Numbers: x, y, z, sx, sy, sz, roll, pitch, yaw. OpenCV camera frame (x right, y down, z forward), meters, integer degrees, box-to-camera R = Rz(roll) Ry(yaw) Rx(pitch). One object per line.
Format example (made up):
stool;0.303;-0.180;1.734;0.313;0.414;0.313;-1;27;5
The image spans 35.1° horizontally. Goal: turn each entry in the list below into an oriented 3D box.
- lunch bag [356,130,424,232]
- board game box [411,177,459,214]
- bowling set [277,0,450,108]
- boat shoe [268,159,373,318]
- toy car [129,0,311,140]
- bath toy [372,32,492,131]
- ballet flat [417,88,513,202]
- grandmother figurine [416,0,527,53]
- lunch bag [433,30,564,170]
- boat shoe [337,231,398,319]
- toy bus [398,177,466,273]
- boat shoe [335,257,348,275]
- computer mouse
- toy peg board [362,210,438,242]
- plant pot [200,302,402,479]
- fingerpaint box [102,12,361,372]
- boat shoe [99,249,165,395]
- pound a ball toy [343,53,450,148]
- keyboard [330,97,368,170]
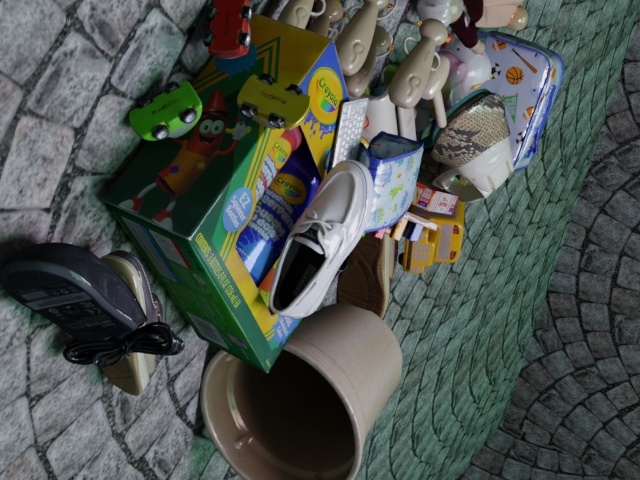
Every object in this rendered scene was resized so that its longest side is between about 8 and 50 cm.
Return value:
lunch bag;0.097;-0.093;1.620;0.151;0.096;0.128;-47;150;-62
board game box;0.163;-0.110;2.024;0.147;0.194;0.045;4;110;-65
bowling set;0.038;-0.332;1.632;0.287;0.200;0.154;29;81;-24
boat shoe;0.000;0.000;1.499;0.084;0.095;0.258;6;105;-68
toy car;-0.150;-0.199;1.366;0.225;0.239;0.053;-30;156;-4
bath toy;0.234;-0.323;2.055;0.348;0.151;0.129;-39;103;-41
ballet flat;0.296;-0.169;2.033;0.164;0.182;0.483;-32;178;-9
grandmother figurine;0.301;-0.479;2.021;0.342;0.104;0.207;-23;96;-50
lunch bag;0.399;-0.301;2.252;0.115;0.243;0.303;-17;128;-58
boat shoe;0.121;0.045;2.195;0.123;0.123;0.342;-37;139;-44
toy bus;0.252;-0.041;2.254;0.332;0.130;0.108;-70;167;-63
boat shoe;0.004;0.016;1.925;0.127;0.113;0.340;-17;129;-59
computer mouse;-0.312;0.075;1.329;0.272;0.189;0.072;55;34;-50
toy peg board;0.122;-0.036;1.977;0.079;0.161;0.161;-67;-164;5
plant pot;-0.004;0.276;1.920;0.305;0.334;0.333;-34;143;-54
fingerpaint box;-0.092;-0.058;1.572;0.371;0.163;0.444;-56;154;-21
boat shoe;-0.277;0.110;1.476;0.092;0.103;0.285;-54;156;-41
pound a ball toy;0.119;-0.206;1.814;0.135;0.208;0.319;-58;157;-25
keyboard;0.031;-0.096;1.576;0.072;0.014;0.256;-29;134;-58
